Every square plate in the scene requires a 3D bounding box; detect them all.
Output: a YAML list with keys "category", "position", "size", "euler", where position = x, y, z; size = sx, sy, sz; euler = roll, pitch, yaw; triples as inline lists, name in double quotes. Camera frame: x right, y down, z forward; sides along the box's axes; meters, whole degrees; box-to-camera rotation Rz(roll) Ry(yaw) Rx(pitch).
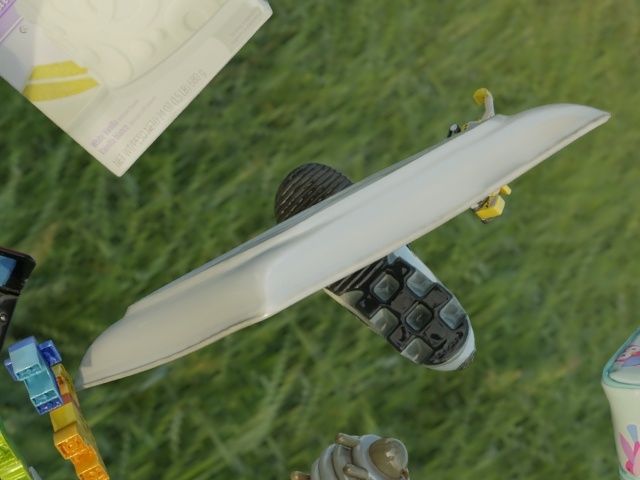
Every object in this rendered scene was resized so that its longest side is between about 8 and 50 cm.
- category: "square plate"
  position: [0.000, 0.000, 1.379]
  size: [0.347, 0.344, 0.049]
  euler: [-29, 93, -32]

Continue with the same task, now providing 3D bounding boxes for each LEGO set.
- category: "LEGO set"
  position: [-0.221, 0.124, 1.347]
  size: [0.093, 0.087, 0.227]
  euler: [-116, -177, -49]

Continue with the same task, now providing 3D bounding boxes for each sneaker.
- category: "sneaker"
  position: [0.068, 0.045, 2.225]
  size: [0.330, 0.122, 0.146]
  euler: [50, 3, 22]

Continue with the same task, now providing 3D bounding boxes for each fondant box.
- category: "fondant box"
  position: [-0.249, -0.262, 1.836]
  size: [0.330, 0.238, 0.096]
  euler: [42, 8, -13]

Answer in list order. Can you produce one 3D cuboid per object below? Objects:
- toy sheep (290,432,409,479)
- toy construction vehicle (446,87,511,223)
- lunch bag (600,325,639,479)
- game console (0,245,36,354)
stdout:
- category: "toy sheep"
  position: [0.027, 0.214, 1.575]
  size: [0.091, 0.132, 0.091]
  euler: [33, 34, -27]
- category: "toy construction vehicle"
  position: [0.154, -0.079, 1.658]
  size: [0.086, 0.035, 0.098]
  euler: [47, 49, -36]
- category: "lunch bag"
  position: [0.348, 0.111, 1.296]
  size: [0.224, 0.279, 0.107]
  euler: [-39, 120, -53]
- category: "game console"
  position: [-0.333, 0.047, 1.561]
  size: [0.144, 0.124, 0.085]
  euler: [17, 5, -13]
